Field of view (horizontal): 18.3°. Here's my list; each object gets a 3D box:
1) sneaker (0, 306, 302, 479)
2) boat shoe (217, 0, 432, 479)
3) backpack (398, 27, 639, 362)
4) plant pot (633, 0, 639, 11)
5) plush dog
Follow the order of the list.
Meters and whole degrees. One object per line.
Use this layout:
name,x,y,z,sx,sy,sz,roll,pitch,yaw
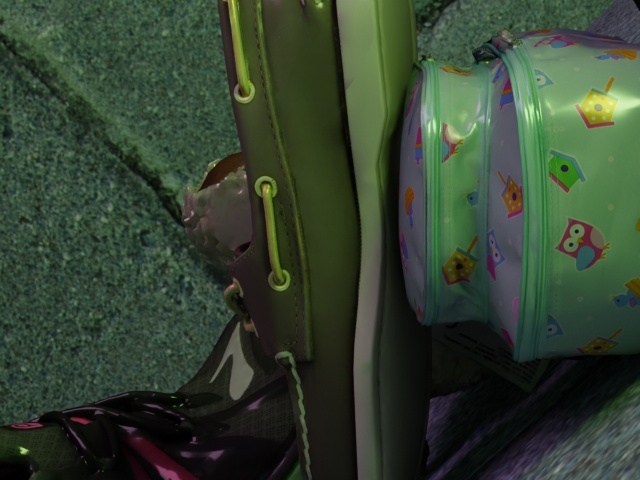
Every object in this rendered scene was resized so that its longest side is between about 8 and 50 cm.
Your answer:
sneaker,-0.138,0.172,1.367,0.185,0.202,0.483,-40,5,46
boat shoe,0.000,0.000,1.056,0.096,0.324,0.116,0,12,16
backpack,0.111,-0.022,0.977,0.144,0.166,0.188,-1,8,-9
plant pot,0.231,-0.164,0.945,0.188,0.167,0.187,-44,19,31
plush dog,0.077,0.021,1.226,0.262,0.211,0.225,-12,3,26
